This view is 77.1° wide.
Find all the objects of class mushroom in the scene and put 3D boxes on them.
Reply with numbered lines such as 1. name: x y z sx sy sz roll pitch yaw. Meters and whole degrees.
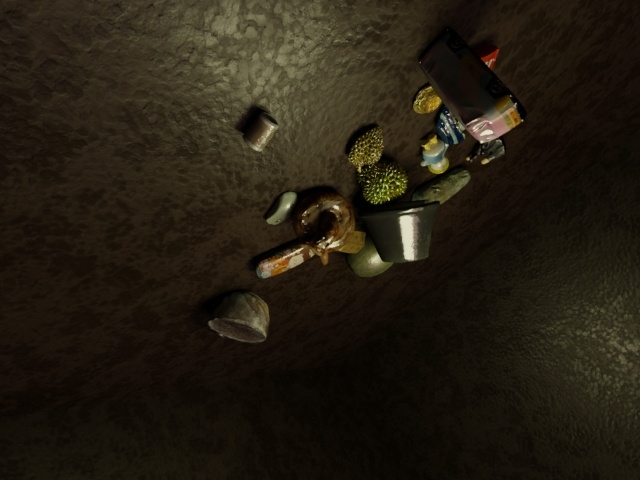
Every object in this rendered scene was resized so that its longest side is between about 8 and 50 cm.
1. mushroom: 0.005 -0.063 1.639 0.195 0.283 0.263 -24 117 37

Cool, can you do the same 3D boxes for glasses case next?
1. glasses case: -0.157 0.078 1.874 0.320 0.082 0.122 -25 144 -14

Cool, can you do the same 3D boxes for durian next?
1. durian: 0.174 -0.328 1.542 0.146 0.103 0.208 -21 153 -27
2. durian: 0.270 -0.236 1.702 0.199 0.177 0.236 -21 168 26

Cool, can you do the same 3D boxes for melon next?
1. melon: 0.272 0.052 2.064 0.301 0.238 0.237 -34 151 -3

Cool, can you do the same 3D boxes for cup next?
1. cup: -0.173 -0.333 1.243 0.099 0.074 0.102 -45 147 24

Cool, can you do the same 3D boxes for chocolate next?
1. chocolate: -0.382 0.355 1.971 0.302 0.213 0.303 9 145 7

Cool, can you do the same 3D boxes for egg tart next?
1. egg tart: 0.406 -0.523 1.498 0.130 0.052 0.130 -20 150 -12

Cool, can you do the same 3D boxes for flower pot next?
1. flower pot: 0.356 -0.041 1.818 0.378 0.252 0.379 -8 -171 1

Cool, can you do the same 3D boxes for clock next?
1. clock: 0.572 -0.631 1.475 0.113 0.061 0.155 -27 154 -7

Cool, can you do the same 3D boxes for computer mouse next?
1. computer mouse: -0.154 -0.117 1.613 0.089 0.056 0.182 12 131 -44

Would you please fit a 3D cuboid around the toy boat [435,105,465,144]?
1. toy boat: 0.602 -0.537 1.653 0.291 0.067 0.220 -48 134 3

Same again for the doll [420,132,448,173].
1. doll: 0.508 -0.371 1.774 0.241 0.098 0.135 40 68 -60

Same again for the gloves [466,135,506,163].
1. gloves: 0.790 -0.442 1.942 0.180 0.107 0.129 -15 161 35

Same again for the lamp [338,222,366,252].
1. lamp: 0.119 -0.017 1.910 0.184 0.161 0.161 11 131 -47

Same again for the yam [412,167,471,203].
1. yam: 0.608 -0.254 2.011 0.330 0.133 0.133 -32 151 -4

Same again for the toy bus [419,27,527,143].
1. toy bus: 0.478 -0.482 1.294 0.162 0.387 0.171 -40 149 26

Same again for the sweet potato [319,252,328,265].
1. sweet potato: 0.000 0.000 1.839 0.072 0.066 0.315 -48 141 -30
